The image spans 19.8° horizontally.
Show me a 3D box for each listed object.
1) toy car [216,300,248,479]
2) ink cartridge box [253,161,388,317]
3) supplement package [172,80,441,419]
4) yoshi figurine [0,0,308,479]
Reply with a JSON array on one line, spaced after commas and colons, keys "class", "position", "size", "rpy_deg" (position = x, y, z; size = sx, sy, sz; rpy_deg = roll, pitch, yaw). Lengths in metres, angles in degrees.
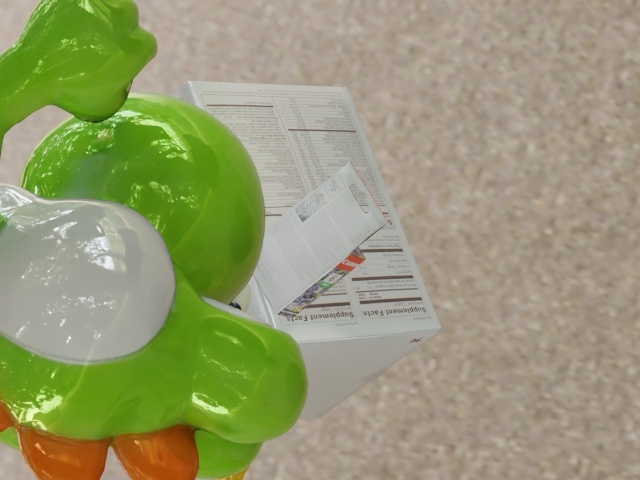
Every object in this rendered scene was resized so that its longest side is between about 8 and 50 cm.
[{"class": "toy car", "position": [-0.071, 0.102, 1.242], "size": [0.040, 0.060, 0.122], "rpy_deg": [-9, 62, 52]}, {"class": "ink cartridge box", "position": [0.000, 0.000, 1.384], "size": [0.115, 0.029, 0.063], "rpy_deg": [-39, 65, 18]}, {"class": "supplement package", "position": [-0.059, 0.016, 1.705], "size": [0.199, 0.198, 0.263], "rpy_deg": [-40, 63, 42]}, {"class": "yoshi figurine", "position": [-0.163, -0.031, 0.765], "size": [0.203, 0.362, 0.203], "rpy_deg": [-64, 21, -9]}]
